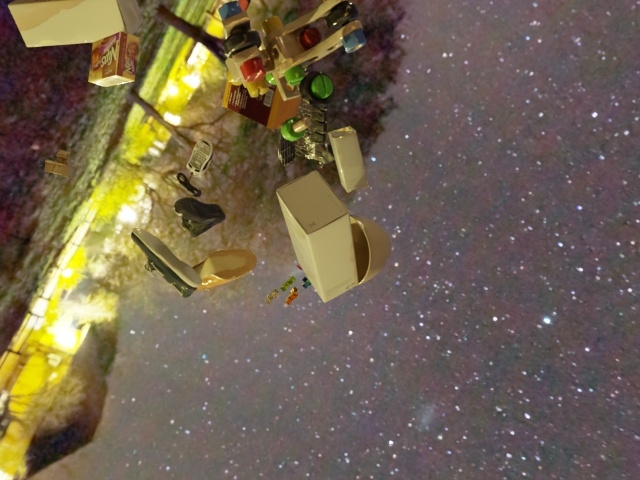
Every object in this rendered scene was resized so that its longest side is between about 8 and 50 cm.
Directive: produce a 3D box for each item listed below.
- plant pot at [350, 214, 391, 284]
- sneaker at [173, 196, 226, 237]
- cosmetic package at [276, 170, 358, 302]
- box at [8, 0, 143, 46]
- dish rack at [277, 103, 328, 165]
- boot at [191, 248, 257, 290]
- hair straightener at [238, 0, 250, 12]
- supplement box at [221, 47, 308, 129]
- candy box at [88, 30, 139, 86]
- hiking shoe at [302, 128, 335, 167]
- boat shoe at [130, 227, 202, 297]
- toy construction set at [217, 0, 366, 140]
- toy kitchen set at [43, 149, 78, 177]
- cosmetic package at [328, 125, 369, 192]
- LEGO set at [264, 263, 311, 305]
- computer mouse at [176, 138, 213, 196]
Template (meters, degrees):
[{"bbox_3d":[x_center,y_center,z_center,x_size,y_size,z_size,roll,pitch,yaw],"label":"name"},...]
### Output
[{"bbox_3d":[0.176,0.031,2.001,0.284,0.190,0.284,14,-73,52],"label":"plant pot"},{"bbox_3d":[-0.402,-0.065,1.541,0.130,0.087,0.227,-35,169,13],"label":"sneaker"},{"bbox_3d":[0.000,0.000,1.205,0.113,0.309,0.160,-28,-123,-11],"label":"cosmetic package"},{"bbox_3d":[-0.694,-0.650,1.422,0.148,0.311,0.121,-90,175,-49],"label":"box"},{"bbox_3d":[-0.072,-0.404,1.813,0.271,0.074,0.208,-39,146,-35],"label":"dish rack"},{"bbox_3d":[-0.339,0.103,1.662,0.211,0.295,0.104,57,17,-82],"label":"boot"},{"bbox_3d":[-0.271,-0.932,1.844,0.230,0.047,0.089,-53,-165,43],"label":"hair straightener"},{"bbox_3d":[-0.167,-0.465,1.485,0.129,0.194,0.191,-33,147,-55],"label":"supplement box"},{"bbox_3d":[-0.533,-0.462,1.268,0.186,0.053,0.109,12,-85,46],"label":"candy box"},{"bbox_3d":[-0.039,-0.399,2.100,0.114,0.227,0.086,-33,-153,31],"label":"hiking shoe"},{"bbox_3d":[-0.465,0.066,1.450,0.079,0.254,0.095,-47,-173,13],"label":"boat shoe"},{"bbox_3d":[-0.107,-0.350,0.854,0.257,0.309,0.237,-53,-161,-20],"label":"toy construction set"},{"bbox_3d":[-0.731,-0.219,1.379,0.075,0.083,0.068,-145,-112,-80],"label":"toy kitchen set"},{"bbox_3d":[0.113,-0.329,1.988,0.127,0.107,0.238,-112,-172,-64],"label":"cosmetic package"},{"bbox_3d":[-0.101,0.168,1.865,0.227,0.087,0.093,-44,-171,4],"label":"LEGO set"},{"bbox_3d":[-0.409,-0.251,1.658,0.193,0.106,0.042,-57,168,17],"label":"computer mouse"}]
